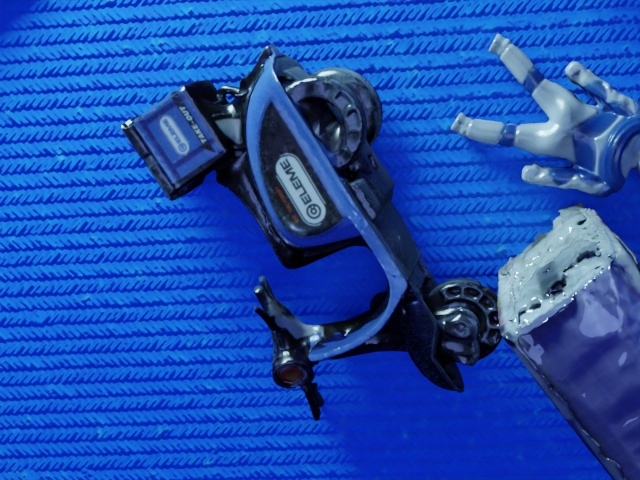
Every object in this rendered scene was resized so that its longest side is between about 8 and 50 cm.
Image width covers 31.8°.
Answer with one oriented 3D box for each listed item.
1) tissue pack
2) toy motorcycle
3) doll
[{"bbox_3d":[0.286,0.142,0.922,0.125,0.242,0.343,-40,94,14],"label":"tissue pack"},{"bbox_3d":[0.000,0.000,0.990,0.213,0.125,0.358,-32,94,18],"label":"toy motorcycle"},{"bbox_3d":[0.235,-0.088,0.983,0.227,0.057,0.114,26,95,9],"label":"doll"}]
